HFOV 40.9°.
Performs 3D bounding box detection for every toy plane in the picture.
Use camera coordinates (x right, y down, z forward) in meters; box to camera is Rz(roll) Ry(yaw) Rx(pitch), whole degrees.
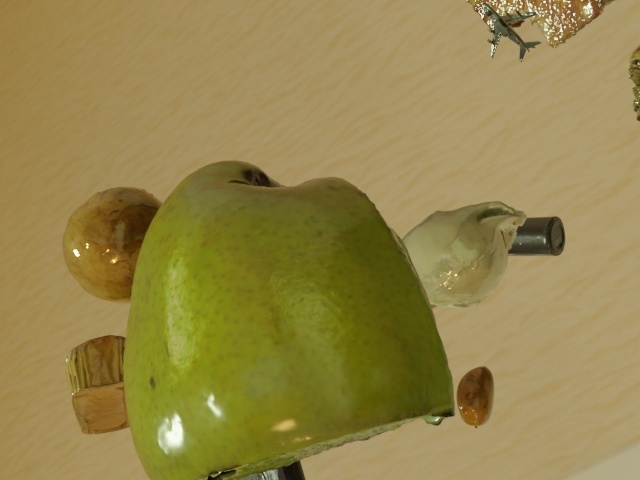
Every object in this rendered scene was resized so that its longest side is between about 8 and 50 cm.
[{"bbox_3d":[0.217,-0.246,0.999,0.084,0.078,0.024,39,-136,-7],"label":"toy plane"}]

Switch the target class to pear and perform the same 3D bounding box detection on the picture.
[{"bbox_3d":[-0.070,0.068,0.824,0.238,0.342,0.318,-1,-111,-31],"label":"pear"}]

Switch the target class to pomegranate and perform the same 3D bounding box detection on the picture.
[{"bbox_3d":[-0.407,0.014,1.790,0.260,0.260,0.260,46,-158,-25],"label":"pomegranate"}]

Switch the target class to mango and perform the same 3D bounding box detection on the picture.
[{"bbox_3d":[0.274,0.271,1.500,0.080,0.060,0.114,58,-144,-43],"label":"mango"}]

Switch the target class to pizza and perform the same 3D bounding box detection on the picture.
[{"bbox_3d":[0.371,-0.425,1.472,0.085,0.305,0.161,-22,-58,-39],"label":"pizza"}]

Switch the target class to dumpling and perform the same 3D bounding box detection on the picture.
[{"bbox_3d":[0.208,0.037,1.314,0.147,0.258,0.193,57,-176,33],"label":"dumpling"}]

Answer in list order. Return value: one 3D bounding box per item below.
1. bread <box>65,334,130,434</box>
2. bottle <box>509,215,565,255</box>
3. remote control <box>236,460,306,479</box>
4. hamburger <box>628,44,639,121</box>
[{"bbox_3d":[-0.454,0.312,1.816,0.288,0.152,0.119,103,155,-56],"label":"bread"},{"bbox_3d":[0.331,-0.009,1.607,0.072,0.244,0.082,-22,-76,-47],"label":"bottle"},{"bbox_3d":[-0.046,0.430,1.153,0.062,0.144,0.399,-4,-112,-35],"label":"remote control"},{"bbox_3d":[0.542,-0.263,1.312,0.185,0.159,0.131,6,121,66],"label":"hamburger"}]
